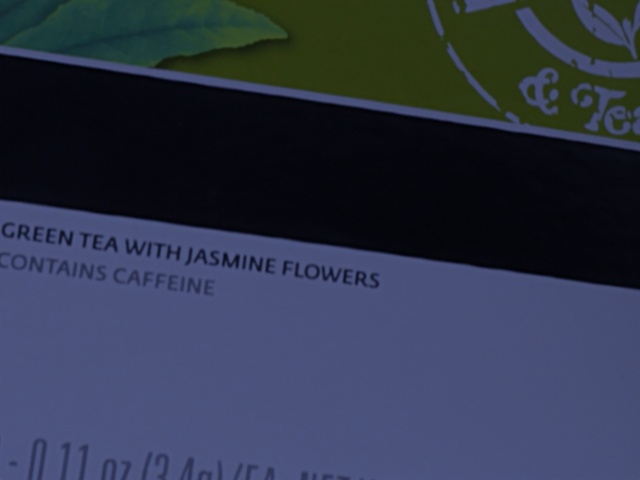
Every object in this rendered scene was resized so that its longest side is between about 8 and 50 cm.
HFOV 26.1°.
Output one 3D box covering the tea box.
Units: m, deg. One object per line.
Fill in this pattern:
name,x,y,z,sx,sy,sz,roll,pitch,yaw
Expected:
tea box,-0.051,-0.064,0.438,0.220,0.328,0.324,125,152,-77
